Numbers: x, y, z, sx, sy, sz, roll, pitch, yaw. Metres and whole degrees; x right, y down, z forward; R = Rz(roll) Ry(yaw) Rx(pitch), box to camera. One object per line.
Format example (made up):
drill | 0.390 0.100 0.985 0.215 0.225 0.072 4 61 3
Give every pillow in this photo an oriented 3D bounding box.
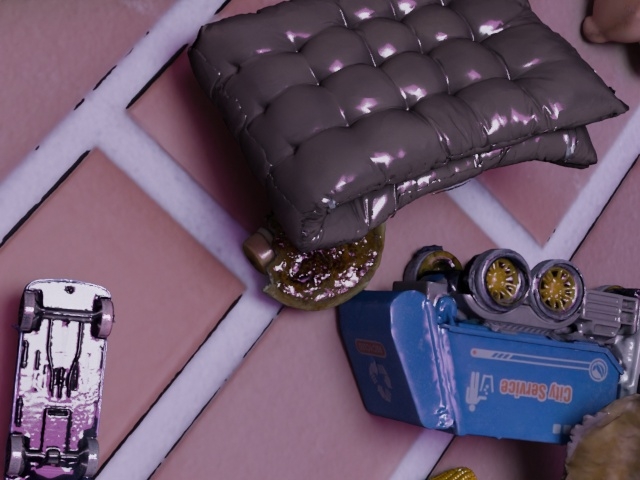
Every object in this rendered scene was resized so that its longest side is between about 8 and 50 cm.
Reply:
pillow | 0.076 -0.132 0.923 0.326 0.101 0.228 -19 61 -24

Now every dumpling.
dumpling | 0.303 0.195 0.940 0.166 0.332 0.086 36 33 10

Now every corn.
corn | 0.108 0.243 1.002 0.092 0.037 0.037 -15 88 -27

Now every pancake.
pancake | 0.005 0.000 0.943 0.116 0.022 0.129 -2 107 -17

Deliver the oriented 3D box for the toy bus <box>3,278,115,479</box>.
toy bus | -0.214 0.116 0.847 0.073 0.076 0.167 8 81 -23

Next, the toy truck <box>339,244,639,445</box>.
toy truck | 0.202 0.102 1.012 0.367 0.146 0.175 9 86 -21

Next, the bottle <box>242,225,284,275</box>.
bottle | 0.043 -0.057 0.994 0.270 0.083 0.083 -37 98 -18

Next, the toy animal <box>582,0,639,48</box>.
toy animal | 0.405 -0.265 1.163 0.198 0.171 0.171 16 75 -15
